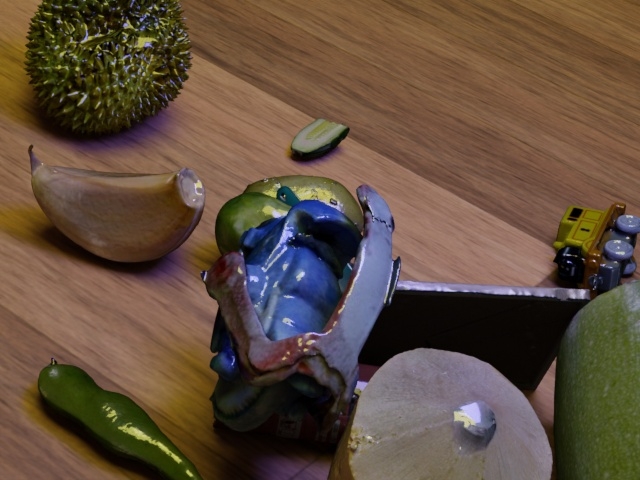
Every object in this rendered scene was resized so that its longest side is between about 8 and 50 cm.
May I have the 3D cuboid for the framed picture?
[{"bbox_3d":[0.171,0.123,1.852,0.290,0.211,0.020,3,51,-14],"label":"framed picture"}]

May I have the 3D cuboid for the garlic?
[{"bbox_3d":[-0.277,-0.056,2.007,0.245,0.164,0.145,9,50,3],"label":"garlic"}]

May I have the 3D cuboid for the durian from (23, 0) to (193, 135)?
[{"bbox_3d":[-0.336,-0.293,2.303,0.291,0.224,0.291,3,70,-8],"label":"durian"}]

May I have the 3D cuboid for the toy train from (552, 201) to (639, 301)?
[{"bbox_3d":[0.411,0.014,2.209,0.127,0.089,0.219,12,32,18],"label":"toy train"}]

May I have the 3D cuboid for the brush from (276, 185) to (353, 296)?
[{"bbox_3d":[0.000,0.000,2.080,0.032,0.043,0.193,-8,57,-54],"label":"brush"}]

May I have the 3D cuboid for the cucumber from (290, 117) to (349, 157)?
[{"bbox_3d":[-0.006,-0.156,2.362,0.067,0.035,0.107,21,40,31],"label":"cucumber"}]

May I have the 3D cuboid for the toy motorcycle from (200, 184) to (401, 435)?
[{"bbox_3d":[-0.012,0.075,1.686,0.241,0.182,0.319,-9,46,14],"label":"toy motorcycle"}]

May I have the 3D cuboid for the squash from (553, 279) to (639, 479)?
[{"bbox_3d":[0.399,0.251,1.693,0.263,0.263,0.384,12,34,-1],"label":"squash"}]

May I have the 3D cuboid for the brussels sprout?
[{"bbox_3d":[-0.075,0.000,2.028,0.117,0.155,0.155,-46,56,-7],"label":"brussels sprout"}]

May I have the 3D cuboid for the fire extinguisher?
[{"bbox_3d":[0.040,0.215,1.771,0.337,0.106,0.147,9,49,-4],"label":"fire extinguisher"}]

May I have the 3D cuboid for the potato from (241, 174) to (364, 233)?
[{"bbox_3d":[-0.029,-0.045,2.148,0.188,0.085,0.105,4,56,-7],"label":"potato"}]

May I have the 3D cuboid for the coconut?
[{"bbox_3d":[0.129,0.248,1.588,0.239,0.244,0.239,7,51,-9],"label":"coconut"}]

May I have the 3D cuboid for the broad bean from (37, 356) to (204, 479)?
[{"bbox_3d":[-0.226,0.232,1.693,0.098,0.056,0.318,-16,45,-37],"label":"broad bean"}]
